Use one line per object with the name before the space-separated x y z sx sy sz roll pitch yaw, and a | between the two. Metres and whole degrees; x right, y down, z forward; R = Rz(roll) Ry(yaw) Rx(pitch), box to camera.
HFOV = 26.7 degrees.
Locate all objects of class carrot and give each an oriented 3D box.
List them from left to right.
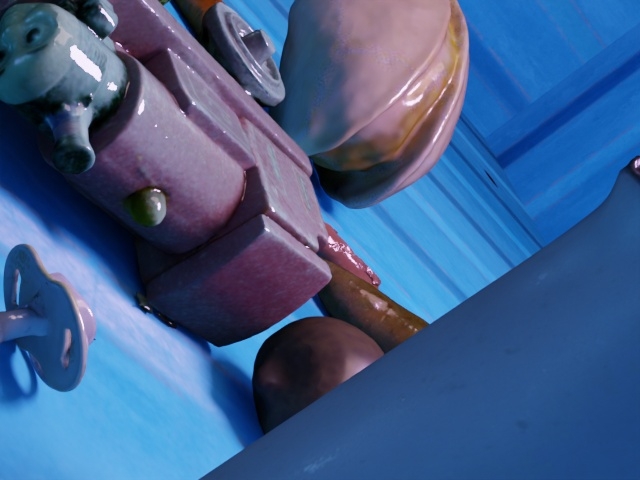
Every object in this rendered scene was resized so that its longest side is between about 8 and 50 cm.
carrot | -0.123 -0.244 1.465 0.161 0.055 0.055 50 11 18

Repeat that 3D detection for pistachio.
pistachio | 0.057 -0.177 1.506 0.229 0.238 0.321 40 37 -25

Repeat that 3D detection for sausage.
sausage | 0.000 0.000 1.283 0.158 0.042 0.036 47 52 -19

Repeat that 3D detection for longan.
longan | -0.001 0.101 0.885 0.113 0.092 0.113 27 46 -31

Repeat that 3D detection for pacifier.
pacifier | -0.145 0.043 0.646 0.064 0.068 0.083 -9 37 -38

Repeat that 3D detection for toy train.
toy train | -0.117 -0.084 0.864 0.304 0.150 0.221 42 23 -46

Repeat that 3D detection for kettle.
kettle | 0.098 0.154 0.586 0.265 0.318 0.205 56 12 16

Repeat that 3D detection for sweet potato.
sweet potato | 0.081 0.103 1.203 0.244 0.077 0.077 54 13 -1

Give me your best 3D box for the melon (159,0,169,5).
melon | -0.157 -0.294 0.994 0.226 0.331 0.343 23 -13 34
